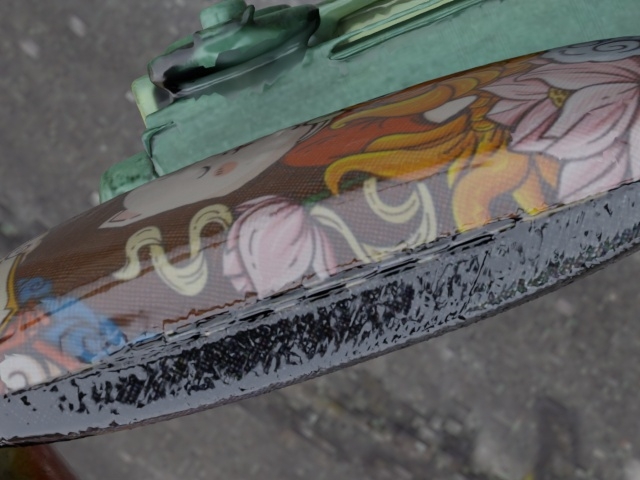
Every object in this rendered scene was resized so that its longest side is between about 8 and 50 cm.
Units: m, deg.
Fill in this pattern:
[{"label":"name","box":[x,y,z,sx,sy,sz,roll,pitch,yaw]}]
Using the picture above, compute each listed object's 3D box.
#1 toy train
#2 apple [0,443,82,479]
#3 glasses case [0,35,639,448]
[{"label":"toy train","box":[0.071,-0.086,0.818,0.237,0.369,0.150,-64,-47,-81]},{"label":"apple","box":[-0.223,0.181,0.854,0.230,0.230,0.230,28,153,16]},{"label":"glasses case","box":[0.000,0.000,0.622,0.321,0.122,0.082,-19,107,11]}]
